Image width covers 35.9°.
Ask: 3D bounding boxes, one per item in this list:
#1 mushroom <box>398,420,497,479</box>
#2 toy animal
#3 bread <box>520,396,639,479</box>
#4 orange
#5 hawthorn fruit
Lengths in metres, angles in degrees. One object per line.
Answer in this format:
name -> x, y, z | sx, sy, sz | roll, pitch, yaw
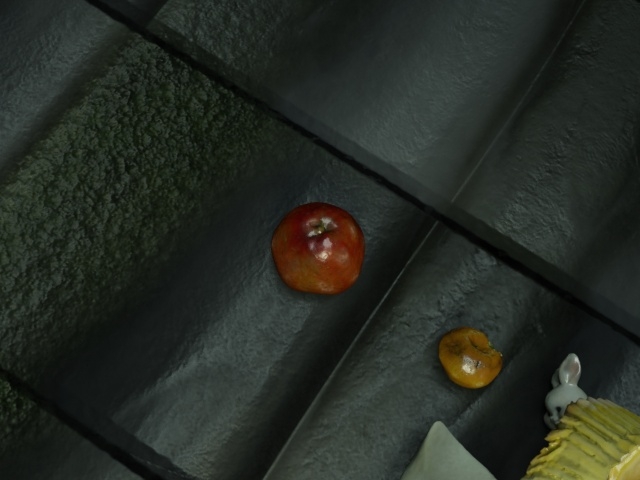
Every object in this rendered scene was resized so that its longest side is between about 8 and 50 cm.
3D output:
mushroom -> 0.040, 0.390, 1.110 | 0.397, 0.126, 0.177 | -33, 58, -17
toy animal -> 0.321, 0.218, 1.233 | 0.085, 0.071, 0.124 | -37, 76, -17
bread -> 0.334, 0.293, 1.117 | 0.179, 0.133, 0.250 | -45, 123, -4
orange -> 0.185, 0.152, 1.250 | 0.086, 0.062, 0.086 | 22, 28, -12
hawthorn fruit -> 0.003, 0.003, 1.264 | 0.125, 0.140, 0.125 | 17, 36, -13
